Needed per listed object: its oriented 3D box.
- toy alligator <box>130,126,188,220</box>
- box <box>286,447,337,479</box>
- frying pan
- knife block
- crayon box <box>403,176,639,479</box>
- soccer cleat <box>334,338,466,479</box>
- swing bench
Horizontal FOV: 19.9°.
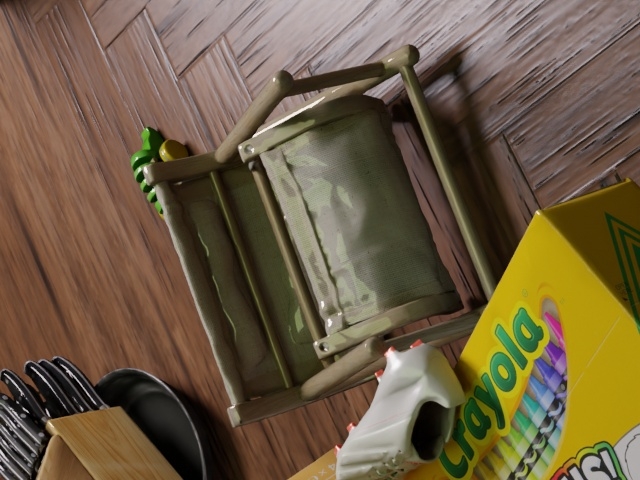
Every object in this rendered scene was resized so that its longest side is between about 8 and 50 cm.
[{"bbox_3d":[-0.142,-0.036,1.813,0.189,0.051,0.056,58,132,20],"label":"toy alligator"},{"bbox_3d":[0.037,0.375,1.538,0.345,0.215,0.168,41,153,41],"label":"box"},{"bbox_3d":[-0.136,0.262,1.869,0.326,0.053,0.197,39,123,31],"label":"frying pan"},{"bbox_3d":[-0.218,0.232,1.875,0.276,0.242,0.088,20,120,-6],"label":"knife block"},{"bbox_3d":[0.232,0.187,1.390,0.313,0.106,0.363,51,143,24],"label":"crayon box"},{"bbox_3d":[0.063,0.164,1.478,0.076,0.068,0.196,53,142,31],"label":"soccer cleat"},{"bbox_3d":[0.000,0.000,1.602,0.255,0.165,0.253,-30,77,53],"label":"swing bench"}]
